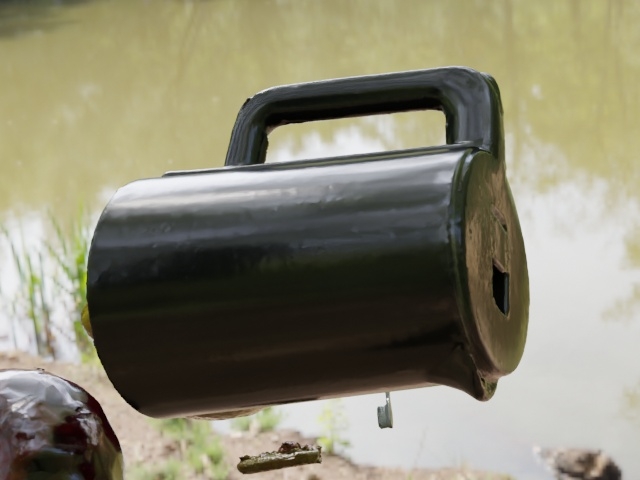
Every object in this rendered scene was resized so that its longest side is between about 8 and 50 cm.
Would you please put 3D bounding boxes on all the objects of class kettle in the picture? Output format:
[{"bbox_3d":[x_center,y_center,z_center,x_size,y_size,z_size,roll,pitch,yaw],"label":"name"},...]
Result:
[{"bbox_3d":[0.004,0.013,0.951,0.308,0.203,0.262,-8,35,24],"label":"kettle"}]

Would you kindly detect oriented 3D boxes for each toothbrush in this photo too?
[{"bbox_3d":[0.069,0.134,1.315,0.017,0.014,0.194,-13,43,12],"label":"toothbrush"}]

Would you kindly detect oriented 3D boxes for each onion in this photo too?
[{"bbox_3d":[-0.297,0.233,1.037,0.252,0.252,0.219,6,-12,33],"label":"onion"}]

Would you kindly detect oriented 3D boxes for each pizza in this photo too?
[{"bbox_3d":[-0.028,0.193,1.053,0.083,0.025,0.078,-14,-9,23],"label":"pizza"}]

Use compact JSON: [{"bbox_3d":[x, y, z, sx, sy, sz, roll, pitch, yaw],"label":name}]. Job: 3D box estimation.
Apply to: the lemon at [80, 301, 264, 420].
[{"bbox_3d":[-0.117,0.081,1.342,0.311,0.253,0.253,3,14,-13],"label":"lemon"}]
